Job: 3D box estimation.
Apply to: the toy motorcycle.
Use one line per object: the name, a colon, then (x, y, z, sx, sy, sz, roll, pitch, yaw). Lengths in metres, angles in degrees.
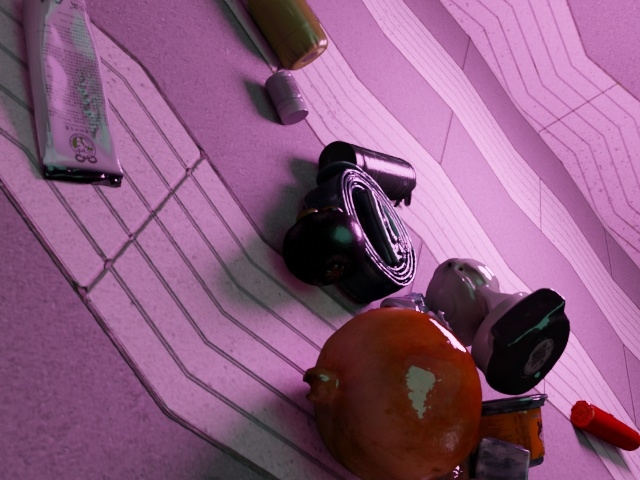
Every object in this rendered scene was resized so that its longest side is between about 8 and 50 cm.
toy motorcycle: (0.191, 0.170, 1.382, 0.239, 0.108, 0.204, 49, 30, -15)

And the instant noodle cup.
instant noodle cup: (0.339, 0.354, 1.386, 0.208, 0.177, 0.126, -3, 76, -23)

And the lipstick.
lipstick: (0.736, 0.481, 1.943, 0.279, 0.073, 0.073, 31, 39, -38)

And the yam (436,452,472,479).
yam: (0.204, 0.391, 1.230, 0.079, 0.079, 0.141, 51, 29, -11)

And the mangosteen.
mangosteen: (0.000, 0.000, 1.241, 0.137, 0.137, 0.151, 28, 25, -41)

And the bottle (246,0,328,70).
bottle: (-0.092, -0.491, 1.584, 0.260, 0.112, 0.112, 58, 29, 1)

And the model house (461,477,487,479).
model house: (0.083, 0.497, 0.743, 0.382, 0.334, 0.343, 56, 39, -14)

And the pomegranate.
pomegranate: (0.092, 0.221, 1.077, 0.270, 0.229, 0.252, 12, 59, -37)

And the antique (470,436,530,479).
antique: (0.286, 0.421, 1.240, 0.086, 0.088, 0.183, 14, 50, 8)

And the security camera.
security camera: (0.316, 0.150, 1.461, 0.277, 0.197, 0.191, 38, -28, 39)

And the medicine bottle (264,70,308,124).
medicine bottle: (-0.066, -0.277, 1.473, 0.058, 0.058, 0.091, -3, 65, -57)

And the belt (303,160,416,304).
belt: (0.074, -0.021, 1.380, 0.268, 0.116, 0.206, 61, 29, 2)

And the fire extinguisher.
fire extinguisher: (0.119, -0.131, 1.585, 0.311, 0.095, 0.115, 3, 104, -54)

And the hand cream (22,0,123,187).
hand cream: (-0.344, -0.228, 1.021, 0.121, 0.076, 0.336, 4, 65, -49)
